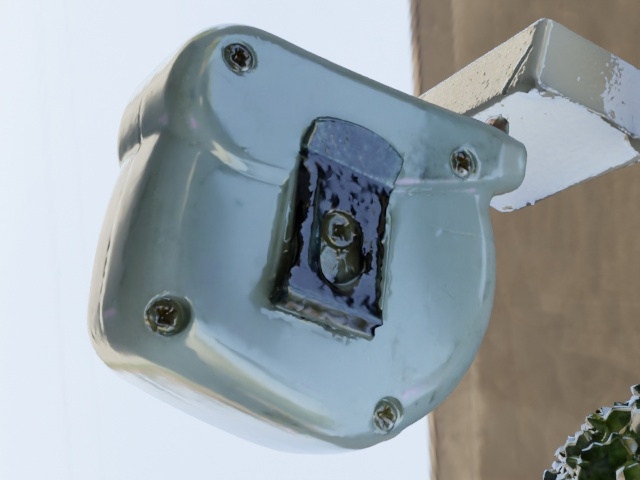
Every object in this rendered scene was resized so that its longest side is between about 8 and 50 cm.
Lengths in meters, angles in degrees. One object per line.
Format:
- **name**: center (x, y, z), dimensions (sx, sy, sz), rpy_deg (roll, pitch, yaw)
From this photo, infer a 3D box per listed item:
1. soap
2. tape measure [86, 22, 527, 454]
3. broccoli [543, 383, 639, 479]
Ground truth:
- **soap**: center (0.156, -0.087, 0.753), dimensions (0.183, 0.121, 0.063), rpy_deg (-25, -135, 61)
- **tape measure**: center (0.000, -0.001, 0.586), dimensions (0.125, 0.243, 0.246), rpy_deg (-26, -128, 56)
- **broccoli**: center (0.264, 0.216, 0.640), dimensions (0.277, 0.339, 0.317), rpy_deg (87, 4, -62)
